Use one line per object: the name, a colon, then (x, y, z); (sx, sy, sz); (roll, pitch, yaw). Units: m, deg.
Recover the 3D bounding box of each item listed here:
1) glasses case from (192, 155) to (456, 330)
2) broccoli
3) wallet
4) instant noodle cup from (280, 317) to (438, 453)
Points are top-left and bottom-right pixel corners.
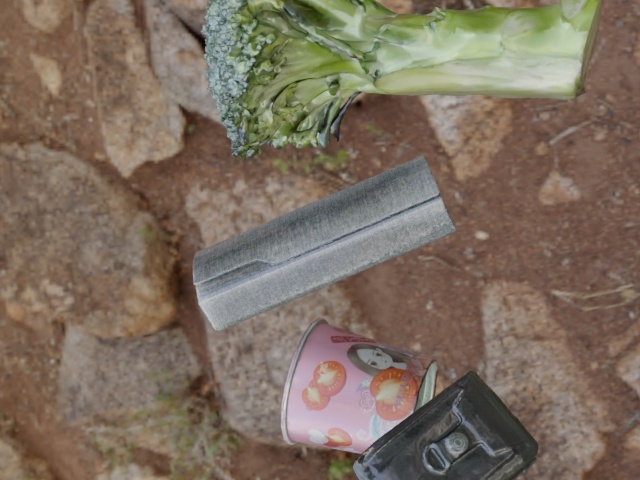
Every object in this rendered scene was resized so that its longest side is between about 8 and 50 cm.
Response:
glasses case: (0.000, 0.000, 0.766); (0.070, 0.205, 0.047); (-100, -14, -59)
broccoli: (0.056, -0.179, 0.866); (0.362, 0.252, 0.221); (-8, 58, 35)
wallet: (0.185, 0.321, 1.411); (0.168, 0.245, 0.052); (53, 163, 11)
instant noodle cup: (0.077, 0.283, 1.753); (0.231, 0.243, 0.242); (13, 111, 17)
